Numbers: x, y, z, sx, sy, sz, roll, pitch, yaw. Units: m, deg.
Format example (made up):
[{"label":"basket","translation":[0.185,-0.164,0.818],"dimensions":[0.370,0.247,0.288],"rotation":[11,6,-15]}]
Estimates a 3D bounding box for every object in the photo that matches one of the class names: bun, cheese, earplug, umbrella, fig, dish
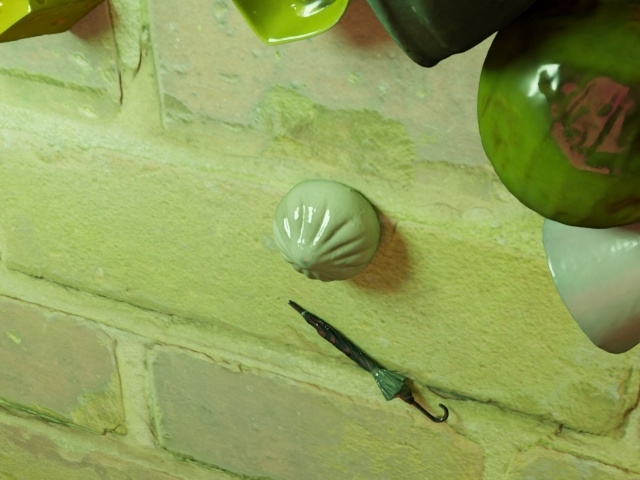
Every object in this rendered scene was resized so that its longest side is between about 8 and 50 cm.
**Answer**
[{"label":"bun","translation":[0.000,0.000,1.411],"dimensions":[0.138,0.094,0.138],"rotation":[12,130,15]},{"label":"cheese","translation":[-0.353,-0.329,1.340],"dimensions":[0.093,0.126,0.171],"rotation":[-27,91,39]},{"label":"earplug","translation":[0.396,-0.018,1.152],"dimensions":[0.301,0.172,0.172],"rotation":[-29,110,34]},{"label":"umbrella","translation":[0.058,0.172,1.564],"dimensions":[0.269,0.044,0.044],"rotation":[35,108,-1]},{"label":"fig","translation":[0.264,-0.115,1.080],"dimensions":[0.240,0.239,0.271],"rotation":[22,152,10]},{"label":"dish","translation":[-0.022,-0.297,1.177],"dimensions":[0.149,0.080,0.207],"rotation":[28,137,4]}]

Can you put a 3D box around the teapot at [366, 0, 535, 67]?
[{"label":"teapot","translation":[0.123,-0.334,0.998],"dimensions":[0.239,0.321,0.239],"rotation":[-25,150,18]}]
